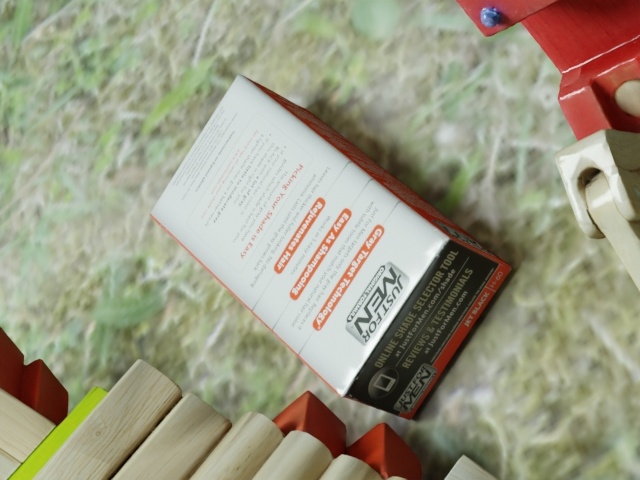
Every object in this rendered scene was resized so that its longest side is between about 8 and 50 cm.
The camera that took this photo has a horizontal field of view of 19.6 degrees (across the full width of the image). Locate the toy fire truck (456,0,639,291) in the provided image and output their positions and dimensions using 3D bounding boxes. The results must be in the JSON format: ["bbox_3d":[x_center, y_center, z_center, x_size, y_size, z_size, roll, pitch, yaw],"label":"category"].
[{"bbox_3d":[0.099,-0.025,0.572,0.047,0.192,0.135,-26,29,30],"label":"toy fire truck"}]

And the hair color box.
[{"bbox_3d":[0.000,0.000,0.712,0.072,0.043,0.141,-56,46,8],"label":"hair color box"}]

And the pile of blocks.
[{"bbox_3d":[-0.037,0.112,0.670,0.362,0.149,0.112,15,52,37],"label":"pile of blocks"}]
